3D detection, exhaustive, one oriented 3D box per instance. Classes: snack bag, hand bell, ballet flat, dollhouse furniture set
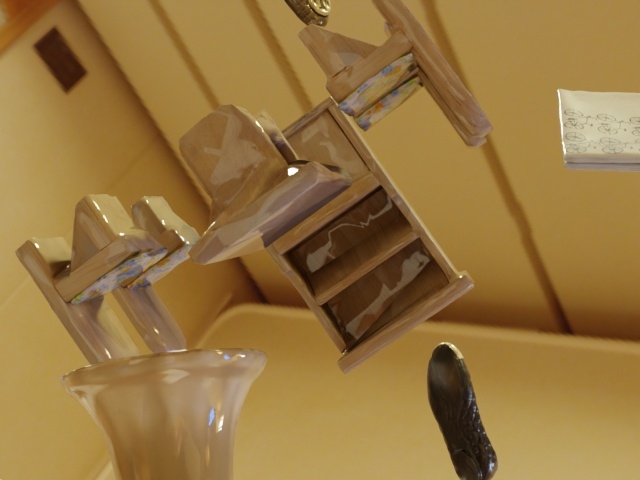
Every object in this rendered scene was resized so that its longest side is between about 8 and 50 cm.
[{"bbox_3d":[0.541,-0.170,1.534,0.342,0.323,0.037,5,-64,10],"label":"snack bag"},{"bbox_3d":[-0.079,0.193,0.580,0.126,0.242,0.126,-8,-13,-2],"label":"hand bell"},{"bbox_3d":[-0.040,-0.393,1.303,0.058,0.084,0.250,-28,-104,27],"label":"ballet flat"},{"bbox_3d":[0.000,0.000,0.934,0.256,0.362,0.394,55,8,3],"label":"dollhouse furniture set"},{"bbox_3d":[0.165,0.202,1.165,0.057,0.049,0.173,-12,-87,40],"label":"ballet flat"}]
